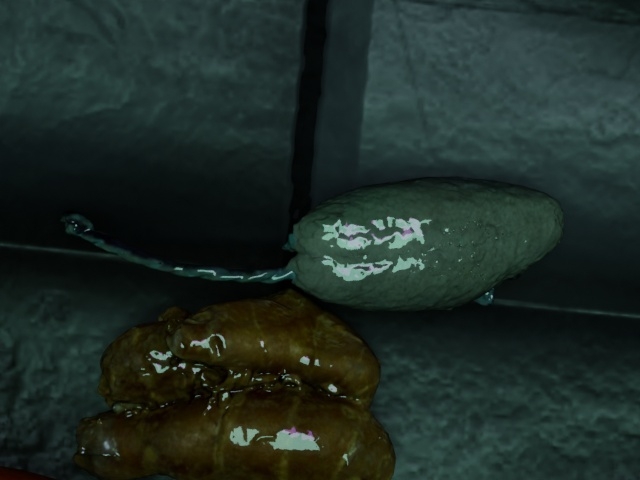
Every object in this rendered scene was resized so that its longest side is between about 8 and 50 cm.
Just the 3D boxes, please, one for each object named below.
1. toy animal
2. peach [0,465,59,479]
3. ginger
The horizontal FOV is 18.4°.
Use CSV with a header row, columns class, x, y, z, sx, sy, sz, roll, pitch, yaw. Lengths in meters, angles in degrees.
class,x,y,z,sx,sy,sz,roll,pitch,yaw
toy animal,-0.003,0.005,0.980,0.253,0.079,0.070,-3,79,-5
peach,-0.196,0.213,0.878,0.275,0.248,0.245,-7,134,-16
ginger,-0.042,0.075,0.982,0.162,0.073,0.103,1,89,-2
